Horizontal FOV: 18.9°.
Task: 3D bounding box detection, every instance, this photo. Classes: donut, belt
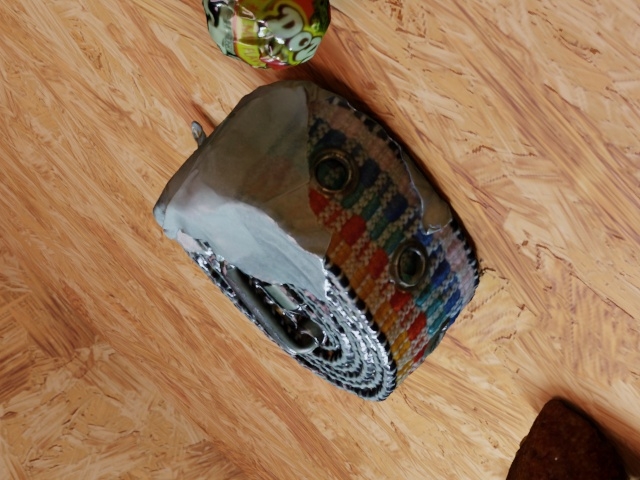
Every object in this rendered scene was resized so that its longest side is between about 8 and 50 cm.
[{"bbox_3d":[0.235,0.250,1.539,0.295,0.151,0.112,37,154,32],"label":"donut"},{"bbox_3d":[0.000,0.000,1.479,0.207,0.150,0.257,7,142,55],"label":"belt"}]

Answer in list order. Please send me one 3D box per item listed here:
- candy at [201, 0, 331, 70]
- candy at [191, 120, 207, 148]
[{"bbox_3d":[-0.099,-0.220,1.330,0.305,0.083,0.091,46,170,32],"label":"candy"},{"bbox_3d":[-0.068,-0.035,1.783,0.182,0.046,0.053,50,167,-26],"label":"candy"}]
